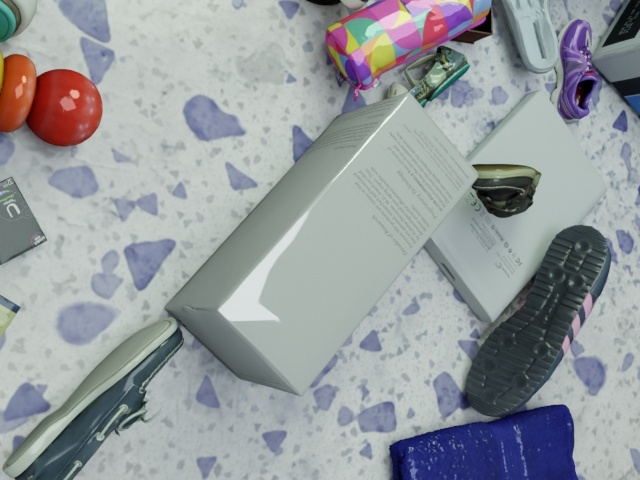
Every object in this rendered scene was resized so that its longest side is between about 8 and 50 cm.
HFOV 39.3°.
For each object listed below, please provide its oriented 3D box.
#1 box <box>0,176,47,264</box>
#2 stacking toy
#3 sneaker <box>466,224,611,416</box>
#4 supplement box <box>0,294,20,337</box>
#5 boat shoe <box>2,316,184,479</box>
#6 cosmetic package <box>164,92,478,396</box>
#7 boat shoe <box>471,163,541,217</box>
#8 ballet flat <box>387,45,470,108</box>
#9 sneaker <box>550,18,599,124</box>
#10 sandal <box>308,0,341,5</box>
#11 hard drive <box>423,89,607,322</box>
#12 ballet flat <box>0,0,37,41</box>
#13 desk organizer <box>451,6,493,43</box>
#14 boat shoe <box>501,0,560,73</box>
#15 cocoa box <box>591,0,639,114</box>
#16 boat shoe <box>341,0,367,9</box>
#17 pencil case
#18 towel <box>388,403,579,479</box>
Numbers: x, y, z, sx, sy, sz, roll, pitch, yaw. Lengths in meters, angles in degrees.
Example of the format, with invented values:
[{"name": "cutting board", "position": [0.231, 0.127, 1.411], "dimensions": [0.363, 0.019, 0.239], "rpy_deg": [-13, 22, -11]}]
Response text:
[{"name": "box", "position": [-0.360, -0.021, 1.018], "dimensions": [0.062, 0.052, 0.083], "rpy_deg": [-31, 102, -23]}, {"name": "stacking toy", "position": [-0.398, -0.181, 0.973], "dimensions": [0.331, 0.141, 0.141], "rpy_deg": [12, 82, -33]}, {"name": "sneaker", "position": [0.339, 0.136, 1.341], "dimensions": [0.319, 0.112, 0.131], "rpy_deg": [-54, 148, -4]}, {"name": "supplement box", "position": [-0.382, 0.093, 0.984], "dimensions": [0.056, 0.083, 0.083], "rpy_deg": [36, 73, -22]}, {"name": "boat shoe", "position": [-0.247, 0.197, 1.041], "dimensions": [0.254, 0.095, 0.079], "rpy_deg": [-46, 106, -20]}, {"name": "cosmetic package", "position": [0.000, 0.000, 1.121], "dimensions": [0.155, 0.197, 0.365], "rpy_deg": [46, 71, -19]}, {"name": "boat shoe", "position": [0.256, -0.067, 1.227], "dimensions": [0.224, 0.080, 0.073], "rpy_deg": [-5, 100, -66]}, {"name": "ballet flat", "position": [0.133, -0.212, 1.280], "dimensions": [0.188, 0.070, 0.070], "rpy_deg": [-44, 107, -24]}, {"name": "sneaker", "position": [0.412, -0.267, 1.411], "dimensions": [0.068, 0.071, 0.169], "rpy_deg": [8, 83, -26]}, {"name": "sandal", "position": [-0.026, -0.363, 1.209], "dimensions": [0.179, 0.040, 0.067], "rpy_deg": [7, 85, -27]}, {"name": "hard drive", "position": [0.288, -0.055, 1.355], "dimensions": [0.307, 0.040, 0.203], "rpy_deg": [-45, 107, -22]}, {"name": "ballet flat", "position": [-0.483, -0.355, 0.943], "dimensions": [0.400, 0.139, 0.139], "rpy_deg": [28, 76, -27]}, {"name": "desk organizer", "position": [0.186, -0.323, 1.309], "dimensions": [0.130, 0.050, 0.047], "rpy_deg": [1, 87, -27]}, {"name": "boat shoe", "position": [0.306, -0.364, 1.362], "dimensions": [0.083, 0.076, 0.226], "rpy_deg": [-10, 99, 0]}, {"name": "cocoa box", "position": [0.655, -0.361, 1.447], "dimensions": [0.228, 0.231, 0.347], "rpy_deg": [41, 71, -20]}, {"name": "boat shoe", "position": [0.009, -0.464, 1.166], "dimensions": [0.319, 0.099, 0.116], "rpy_deg": [63, 30, -2]}, {"name": "pencil case", "position": [0.118, -0.289, 1.212], "dimensions": [0.236, 0.104, 0.104], "rpy_deg": [-33, 103, -8]}, {"name": "towel", "position": [0.247, 0.373, 1.303], "dimensions": [0.308, 0.076, 0.227], "rpy_deg": [-6, 83, -27]}]
